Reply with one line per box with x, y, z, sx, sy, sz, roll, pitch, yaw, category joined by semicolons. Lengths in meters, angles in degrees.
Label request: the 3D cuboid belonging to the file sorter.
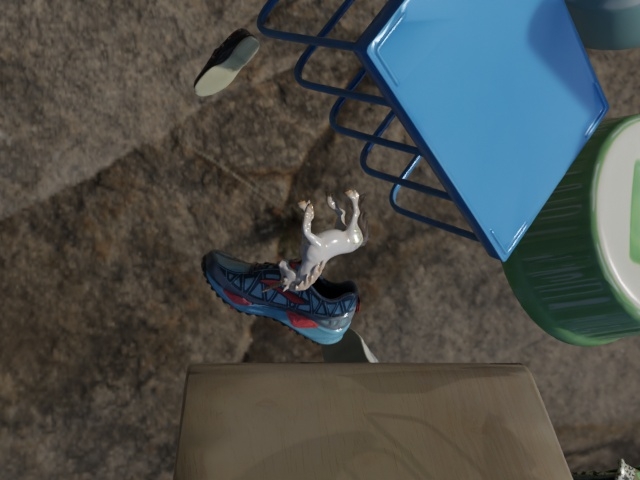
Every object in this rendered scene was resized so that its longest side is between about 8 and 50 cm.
0.063;-0.094;0.511;0.118;0.104;0.170;-54;133;-14;file sorter

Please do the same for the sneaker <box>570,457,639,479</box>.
0.541;0.432;1.509;0.410;0.158;0.182;-12;130;22;sneaker

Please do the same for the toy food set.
0.028;0.175;0.503;0.220;0.306;0.092;1;120;-4;toy food set

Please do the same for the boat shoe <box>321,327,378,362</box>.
0.075;0.241;1.622;0.079;0.227;0.081;-36;132;-5;boat shoe

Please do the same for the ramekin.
0.387;-0.017;1.185;0.303;0.303;0.148;14;166;-30;ramekin

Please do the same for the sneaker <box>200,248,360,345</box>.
-0.057;0.059;1.446;0.262;0.104;0.125;24;117;-17;sneaker

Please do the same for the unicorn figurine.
0.000;0.000;1.159;0.162;0.060;0.111;-14;106;-18;unicorn figurine

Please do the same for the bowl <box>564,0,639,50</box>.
0.367;-0.394;1.144;0.311;0.311;0.163;-39;178;21;bowl

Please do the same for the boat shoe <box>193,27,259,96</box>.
-0.157;-0.288;1.496;0.133;0.042;0.049;-44;142;9;boat shoe
